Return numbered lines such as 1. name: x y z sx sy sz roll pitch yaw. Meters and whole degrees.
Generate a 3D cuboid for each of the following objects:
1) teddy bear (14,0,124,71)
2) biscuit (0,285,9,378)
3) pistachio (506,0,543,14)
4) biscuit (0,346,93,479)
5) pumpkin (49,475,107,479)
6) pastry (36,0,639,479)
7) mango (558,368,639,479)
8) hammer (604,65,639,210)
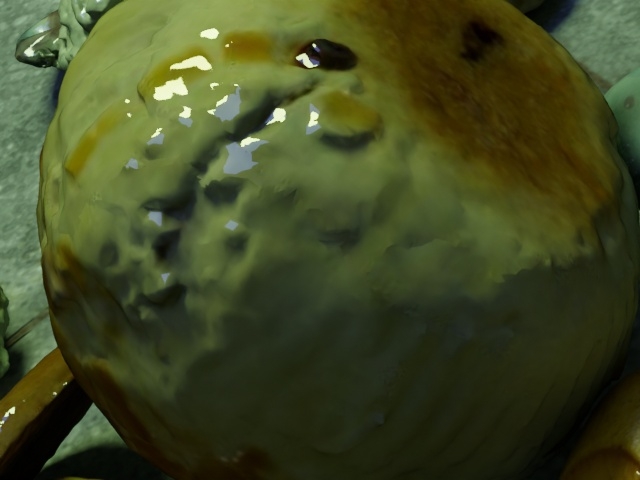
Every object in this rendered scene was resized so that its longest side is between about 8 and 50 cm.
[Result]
1. teddy bear: -0.112 -0.270 1.532 0.362 0.375 0.327 22 53 29
2. biscuit: -0.337 0.098 1.383 0.329 0.078 0.335 -25 26 -31
3. pistachio: 0.128 -0.237 1.509 0.108 0.126 0.185 11 37 -15
4. biscuit: -0.222 0.154 1.257 0.037 0.262 0.262 40 72 4
5. pumpkin: -0.092 0.256 1.122 0.222 0.139 0.317 -47 41 -13
6. pastry: 0.000 0.000 1.154 0.312 0.388 0.388 -51 27 36
7. mango: 0.207 0.160 1.039 0.154 0.126 0.252 -31 32 20
8. hammer: 0.282 -0.153 1.312 0.206 0.119 0.335 -33 28 22
